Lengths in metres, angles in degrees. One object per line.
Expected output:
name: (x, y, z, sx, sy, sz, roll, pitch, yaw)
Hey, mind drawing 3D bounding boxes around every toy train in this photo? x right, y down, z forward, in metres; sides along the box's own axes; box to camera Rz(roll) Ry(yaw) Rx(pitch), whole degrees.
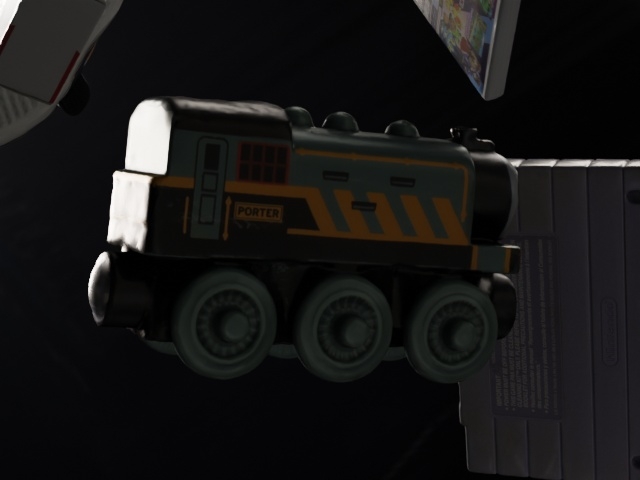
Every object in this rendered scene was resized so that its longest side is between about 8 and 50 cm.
toy train: (0.000, 0.000, 0.986, 0.142, 0.334, 0.190, -165, 79, -66)

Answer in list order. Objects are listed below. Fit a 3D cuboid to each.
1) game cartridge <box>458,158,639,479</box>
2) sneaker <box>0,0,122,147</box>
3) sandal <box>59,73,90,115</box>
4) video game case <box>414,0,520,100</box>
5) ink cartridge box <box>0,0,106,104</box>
game cartridge: (0.256, 0.087, 1.469, 0.068, 0.230, 0.355, -28, -62, -59)
sneaker: (-0.335, -0.186, 1.501, 0.126, 0.127, 0.321, 43, -130, -8)
sandal: (-0.352, -0.227, 1.806, 0.040, 0.067, 0.179, 28, 158, 19)
video game case: (0.117, -0.250, 1.169, 0.201, 0.023, 0.183, 93, 153, -54)
ink cartridge box: (-0.263, -0.237, 1.313, 0.072, 0.127, 0.175, 20, -145, -24)
